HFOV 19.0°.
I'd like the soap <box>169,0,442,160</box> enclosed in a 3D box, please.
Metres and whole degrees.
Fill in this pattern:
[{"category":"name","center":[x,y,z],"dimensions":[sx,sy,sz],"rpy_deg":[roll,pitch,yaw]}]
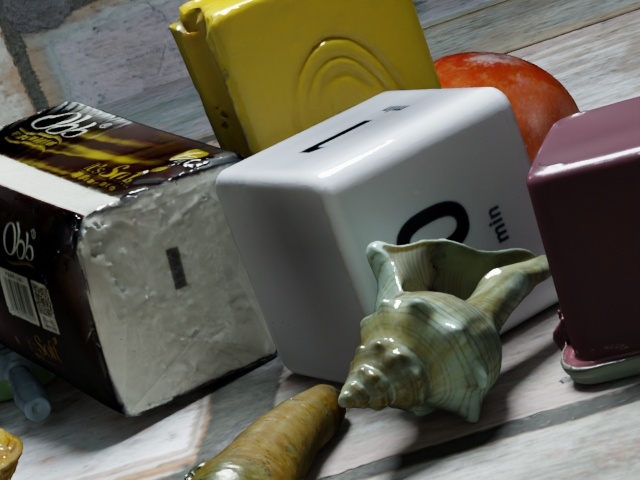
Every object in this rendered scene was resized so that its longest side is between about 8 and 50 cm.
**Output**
[{"category":"soap","center":[0.017,-0.095,1.741],"dimensions":[0.204,0.324,0.096],"rpy_deg":[-26,19,-12]}]

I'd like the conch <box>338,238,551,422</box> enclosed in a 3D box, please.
[{"category":"conch","center":[0.076,0.067,1.436],"dimensions":[0.114,0.137,0.234],"rpy_deg":[-56,0,32]}]

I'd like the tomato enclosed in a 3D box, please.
[{"category":"tomato","center":[0.161,-0.138,1.946],"dimensions":[0.199,0.112,0.228],"rpy_deg":[22,22,36]}]

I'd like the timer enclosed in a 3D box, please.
[{"category":"timer","center":[0.059,-0.005,1.595],"dimensions":[0.195,0.192,0.194],"rpy_deg":[-28,16,-27]}]

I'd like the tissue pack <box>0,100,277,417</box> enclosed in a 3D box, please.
[{"category":"tissue pack","center":[-0.212,0.008,1.789],"dimensions":[0.198,0.210,0.370],"rpy_deg":[-17,21,-28]}]

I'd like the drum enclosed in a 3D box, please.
[{"category":"drum","center":[-0.311,0.138,1.871],"dimensions":[0.130,0.049,0.253],"rpy_deg":[-19,14,4]}]

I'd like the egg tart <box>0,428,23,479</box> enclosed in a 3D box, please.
[{"category":"egg tart","center":[-0.323,0.213,1.563],"dimensions":[0.191,0.074,0.191],"rpy_deg":[-20,13,5]}]

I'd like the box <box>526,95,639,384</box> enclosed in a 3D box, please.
[{"category":"box","center":[0.296,-0.025,1.404],"dimensions":[0.294,0.167,0.193],"rpy_deg":[-15,17,20]}]

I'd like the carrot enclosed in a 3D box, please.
[{"category":"carrot","center":[-0.028,0.156,1.403],"dimensions":[0.078,0.078,0.298],"rpy_deg":[-15,9,21]}]
